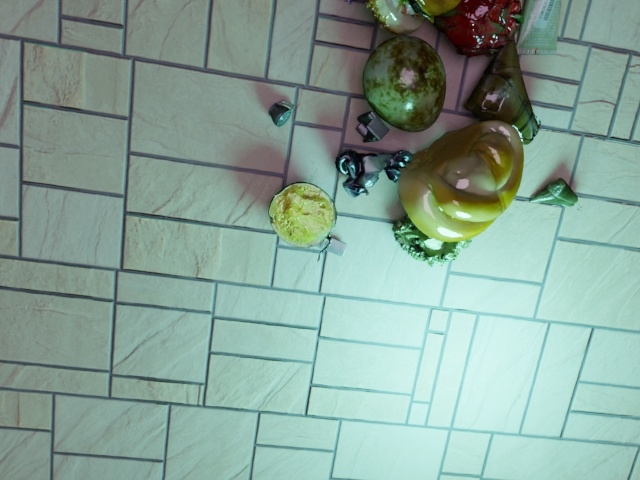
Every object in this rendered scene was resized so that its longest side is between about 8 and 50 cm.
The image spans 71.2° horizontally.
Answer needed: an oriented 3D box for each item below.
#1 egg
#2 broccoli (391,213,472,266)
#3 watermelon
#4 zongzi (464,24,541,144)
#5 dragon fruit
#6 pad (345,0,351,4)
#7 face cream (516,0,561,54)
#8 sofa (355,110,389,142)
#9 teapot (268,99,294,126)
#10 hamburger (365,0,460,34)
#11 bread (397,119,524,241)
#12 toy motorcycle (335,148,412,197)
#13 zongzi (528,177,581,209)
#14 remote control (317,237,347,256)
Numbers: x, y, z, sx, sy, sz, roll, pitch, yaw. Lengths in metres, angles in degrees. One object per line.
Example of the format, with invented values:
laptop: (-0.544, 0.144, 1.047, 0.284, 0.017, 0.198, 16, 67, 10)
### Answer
egg: (0.257, -0.458, 1.328, 0.238, 0.238, 0.289, -41, 121, 5)
broccoli: (0.362, -0.019, 1.467, 0.226, 0.176, 0.198, 13, 101, -22)
watermelon: (-0.051, -0.082, 1.441, 0.232, 0.127, 0.204, 31, 98, -7)
zongzi: (0.627, -0.480, 1.417, 0.260, 0.123, 0.289, 30, 90, -17)
dragon fruit: (0.445, -0.657, 1.330, 0.292, 0.233, 0.234, 3, 105, 27)
pad: (0.082, -0.899, 1.327, 0.269, 0.012, 0.269, 40, 97, -11)
face cream: (0.691, -0.758, 1.378, 0.137, 0.084, 0.342, -1, 111, -2)
sofa: (0.148, -0.348, 1.387, 0.060, 0.147, 0.085, -45, 105, 2)
teapot: (-0.124, -0.405, 1.403, 0.057, 0.066, 0.088, 42, 74, 5)
hamburger: (0.243, -0.720, 1.217, 0.225, 0.291, 0.291, -7, 109, 43)
bread: (0.424, -0.201, 1.336, 0.329, 0.245, 0.424, 40, 62, 11)
toy motorcycle: (0.175, -0.216, 1.444, 0.270, 0.106, 0.159, -1, 107, -16)
zongzi: (0.817, -0.131, 1.550, 0.154, 0.062, 0.130, 36, 119, -27)
remote control: (0.000, 0.000, 1.519, 0.184, 0.027, 0.050, 22, 99, -4)
